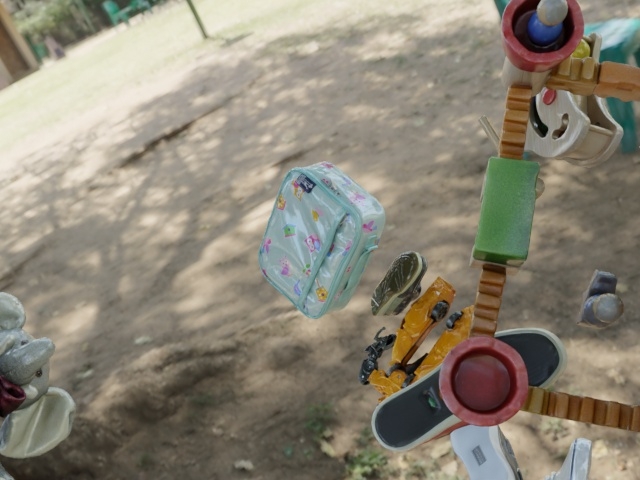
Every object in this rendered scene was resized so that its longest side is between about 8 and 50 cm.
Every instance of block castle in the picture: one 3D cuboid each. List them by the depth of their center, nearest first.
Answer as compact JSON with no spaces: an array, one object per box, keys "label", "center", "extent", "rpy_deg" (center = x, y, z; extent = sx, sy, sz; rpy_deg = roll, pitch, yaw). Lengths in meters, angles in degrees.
[{"label":"block castle","center":[0.302,-0.015,0.894],"extent":[0.302,0.454,0.213],"rpy_deg":[10,-11,8]}]

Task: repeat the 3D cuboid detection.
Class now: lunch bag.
[{"label":"lunch bag","center":[0.000,0.000,1.706],"extent":[0.107,0.279,0.224],"rpy_deg":[-12,45,-43]}]

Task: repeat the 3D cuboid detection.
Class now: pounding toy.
[{"label":"pounding toy","center":[0.342,-0.194,1.306],"extent":[0.154,0.270,0.154],"rpy_deg":[10,-10,-25]}]

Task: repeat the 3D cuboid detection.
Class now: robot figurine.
[{"label":"robot figurine","center":[0.215,0.230,1.783],"extent":[0.211,0.085,0.291],"rpy_deg":[35,84,33]}]

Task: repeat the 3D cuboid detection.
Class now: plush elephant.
[{"label":"plush elephant","center":[-0.479,0.214,1.249],"extent":[0.255,0.272,0.330],"rpy_deg":[-40,8,-31]}]

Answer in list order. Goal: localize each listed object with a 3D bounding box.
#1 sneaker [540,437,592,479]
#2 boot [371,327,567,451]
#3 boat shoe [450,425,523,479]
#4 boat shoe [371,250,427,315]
[{"label":"sneaker","center":[0.398,0.444,1.495],"extent":[0.091,0.258,0.094],"rpy_deg":[15,24,18]},{"label":"boot","center":[0.193,0.184,1.089],"extent":[0.244,0.088,0.176],"rpy_deg":[-29,-18,13]},{"label":"boat shoe","center":[0.257,0.325,1.307],"extent":[0.080,0.076,0.228],"rpy_deg":[-41,20,9]},{"label":"boat shoe","center":[0.178,0.094,1.854],"extent":[0.224,0.073,0.080],"rpy_deg":[124,147,-50]}]
